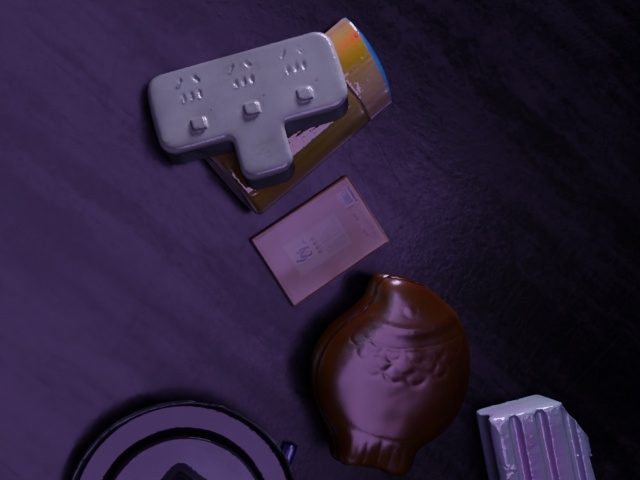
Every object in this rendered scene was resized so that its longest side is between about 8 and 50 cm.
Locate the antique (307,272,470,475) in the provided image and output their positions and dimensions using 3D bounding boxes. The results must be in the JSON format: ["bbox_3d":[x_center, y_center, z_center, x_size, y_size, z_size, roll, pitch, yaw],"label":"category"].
[{"bbox_3d":[0.093,0.187,1.831,0.224,0.129,0.278,9,89,-15],"label":"antique"}]

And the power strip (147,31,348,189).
[{"bbox_3d":[-0.089,-0.165,1.749,0.265,0.059,0.193,-16,68,-1],"label":"power strip"}]

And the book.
[{"bbox_3d":[0.000,0.000,1.862,0.172,0.012,0.118,-34,99,-12],"label":"book"}]

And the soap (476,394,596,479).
[{"bbox_3d":[0.326,0.352,1.917,0.145,0.091,0.230,-12,95,-11],"label":"soap"}]

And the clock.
[{"bbox_3d":[-0.188,0.377,1.779,0.325,0.067,0.325,0,89,-9],"label":"clock"}]

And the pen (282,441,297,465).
[{"bbox_3d":[-0.077,0.385,1.845,0.025,0.025,0.204,23,85,-14],"label":"pen"}]

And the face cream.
[{"bbox_3d":[-0.026,-0.176,1.822,0.285,0.067,0.139,-41,90,-11],"label":"face cream"}]
